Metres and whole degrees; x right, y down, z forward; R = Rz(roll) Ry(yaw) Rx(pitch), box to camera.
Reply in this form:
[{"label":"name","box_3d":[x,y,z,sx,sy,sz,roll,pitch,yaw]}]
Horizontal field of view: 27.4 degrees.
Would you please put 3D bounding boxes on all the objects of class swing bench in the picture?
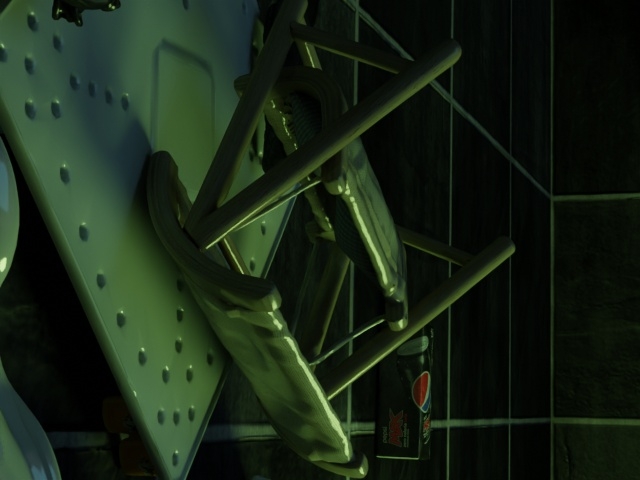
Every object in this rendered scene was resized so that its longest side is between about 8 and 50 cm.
[{"label":"swing bench","box_3d":[0.000,0.000,0.998,0.254,0.165,0.253,-53,146,-23]}]

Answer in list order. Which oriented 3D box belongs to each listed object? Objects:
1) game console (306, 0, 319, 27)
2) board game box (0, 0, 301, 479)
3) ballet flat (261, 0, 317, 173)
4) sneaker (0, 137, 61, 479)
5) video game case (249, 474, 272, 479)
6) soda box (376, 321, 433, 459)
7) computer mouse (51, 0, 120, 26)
[{"label":"game console","box_3d":[0.022,-0.378,1.267,0.173,0.250,0.293,67,10,23]},{"label":"board game box","box_3d":[-0.123,-0.085,0.991,0.390,0.050,0.390,-71,152,-47]},{"label":"ballet flat","box_3d":[-0.035,-0.137,1.135,0.057,0.049,0.173,18,64,-41]},{"label":"sneaker","box_3d":[-0.219,0.079,0.653,0.152,0.114,0.305,-20,104,-56]},{"label":"video game case","box_3d":[-0.009,0.323,1.082,0.285,0.204,0.025,-60,169,-57]},{"label":"soda box","box_3d":[0.106,0.187,1.636,0.053,0.060,0.168,26,64,-68]},{"label":"computer mouse","box_3d":[-0.198,-0.200,0.679,0.184,0.060,0.262,57,4,17]}]
